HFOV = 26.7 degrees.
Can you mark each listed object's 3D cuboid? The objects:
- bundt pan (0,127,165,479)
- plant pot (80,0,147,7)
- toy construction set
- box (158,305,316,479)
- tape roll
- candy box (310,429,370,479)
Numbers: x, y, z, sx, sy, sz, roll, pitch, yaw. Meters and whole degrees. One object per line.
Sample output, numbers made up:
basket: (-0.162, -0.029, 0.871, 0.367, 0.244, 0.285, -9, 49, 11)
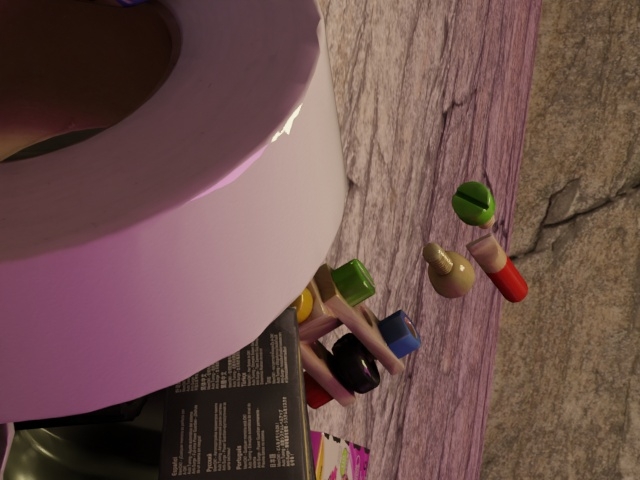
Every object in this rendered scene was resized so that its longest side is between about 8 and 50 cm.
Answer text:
bundt pan: (-0.170, 0.079, 0.848, 0.331, 0.124, 0.330, 6, 90, -74)
plant pot: (-0.163, -0.238, 0.604, 0.236, 0.236, 0.212, 28, 76, -72)
toy construction set: (0.000, 0.000, 1.133, 0.237, 0.309, 0.257, 45, 45, -63)
box: (-0.033, 0.281, 0.796, 0.395, 0.097, 0.318, -96, -178, -54)
tape roll: (-0.132, -0.050, 0.664, 0.100, 0.286, 0.286, 79, 23, -43)
candy box: (-0.011, 0.302, 1.547, 0.233, 0.071, 0.159, 39, 59, -70)
